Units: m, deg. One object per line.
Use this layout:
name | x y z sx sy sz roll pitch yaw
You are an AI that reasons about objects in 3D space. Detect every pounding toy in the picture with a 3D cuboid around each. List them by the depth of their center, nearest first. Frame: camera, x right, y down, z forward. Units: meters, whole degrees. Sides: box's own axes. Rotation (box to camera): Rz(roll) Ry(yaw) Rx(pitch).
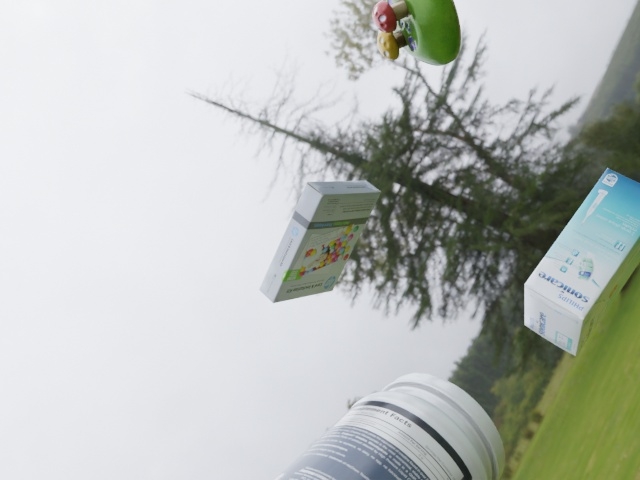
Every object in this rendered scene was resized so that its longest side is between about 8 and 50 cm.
pounding toy | 0.127 -0.371 1.166 0.110 0.237 0.183 -27 -55 -9

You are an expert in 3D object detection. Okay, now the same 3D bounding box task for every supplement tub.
supplement tub | 0.062 0.288 0.756 0.272 0.191 0.191 -32 -34 -40

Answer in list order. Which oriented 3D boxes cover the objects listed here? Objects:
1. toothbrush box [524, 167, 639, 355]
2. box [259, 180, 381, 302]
toothbrush box | 0.526 0.047 1.347 0.296 0.126 0.216 -50 -29 -13
box | 0.000 0.000 1.028 0.145 0.038 0.186 -6 -51 -52
